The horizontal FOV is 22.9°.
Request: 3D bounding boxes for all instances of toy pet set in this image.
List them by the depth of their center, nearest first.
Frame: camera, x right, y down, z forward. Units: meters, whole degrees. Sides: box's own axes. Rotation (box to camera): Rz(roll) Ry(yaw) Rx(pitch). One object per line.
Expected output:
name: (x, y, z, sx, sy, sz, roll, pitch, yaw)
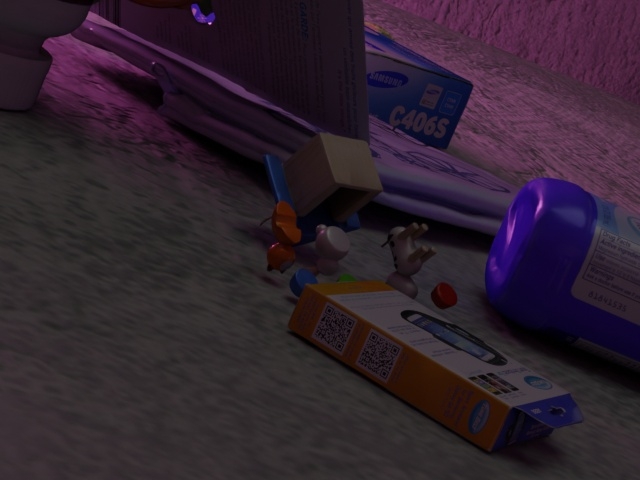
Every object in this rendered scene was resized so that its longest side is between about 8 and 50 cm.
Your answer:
toy pet set: (0.000, 0.000, 0.893, 0.122, 0.065, 0.114, 8, 54, -42)

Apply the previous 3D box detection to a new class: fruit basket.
fruit basket: (-0.083, -0.266, 1.089, 0.353, 0.327, 0.165, 25, 44, 36)

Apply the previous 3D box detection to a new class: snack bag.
snack bag: (-0.004, -0.083, 1.236, 0.323, 0.037, 0.342, 11, 15, -47)

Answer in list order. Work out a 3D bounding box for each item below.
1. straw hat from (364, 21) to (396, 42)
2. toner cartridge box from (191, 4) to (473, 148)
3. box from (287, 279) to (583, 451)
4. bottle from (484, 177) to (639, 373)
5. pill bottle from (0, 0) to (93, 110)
straw hat: (0.058, -0.226, 1.881, 0.144, 0.061, 0.144, 23, 13, -6)
toner cartridge box: (-0.022, -0.205, 1.616, 0.165, 0.075, 0.348, 9, 19, -46)
box: (0.059, 0.062, 0.766, 0.136, 0.028, 0.081, 32, 15, 25)
bottle: (0.245, 0.052, 0.988, 0.283, 0.092, 0.118, 23, 11, -4)
pill bottle: (-0.181, -0.199, 0.954, 0.121, 0.221, 0.121, 22, 12, -5)
